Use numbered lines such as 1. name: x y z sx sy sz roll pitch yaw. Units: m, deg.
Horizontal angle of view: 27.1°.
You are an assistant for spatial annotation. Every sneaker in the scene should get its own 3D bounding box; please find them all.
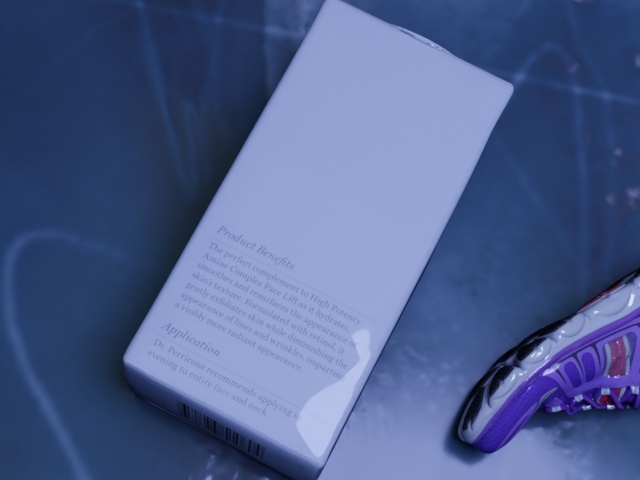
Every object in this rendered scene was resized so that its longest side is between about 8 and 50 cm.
1. sneaker: 0.151 0.068 0.710 0.170 0.068 0.071 -30 84 -12

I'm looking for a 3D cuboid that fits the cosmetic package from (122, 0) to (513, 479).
1. cosmetic package: 0.000 0.000 0.711 0.117 0.085 0.231 28 72 4
